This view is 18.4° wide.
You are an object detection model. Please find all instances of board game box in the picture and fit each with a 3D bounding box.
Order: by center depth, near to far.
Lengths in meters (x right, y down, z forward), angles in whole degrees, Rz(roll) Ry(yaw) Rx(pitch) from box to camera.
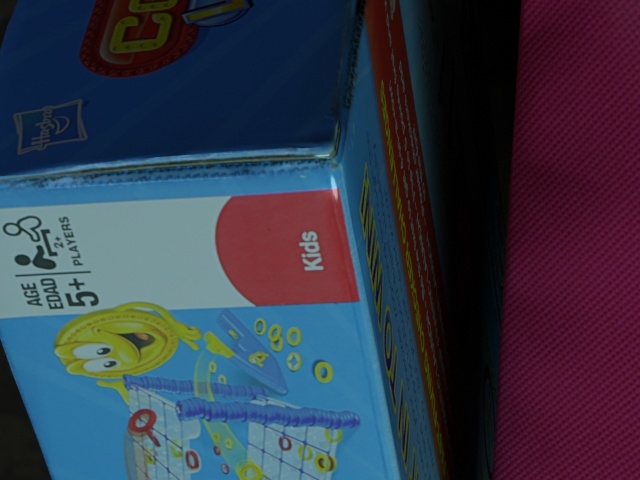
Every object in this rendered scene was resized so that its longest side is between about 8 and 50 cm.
[{"bbox_3d":[0.000,0.000,0.610,0.086,0.302,0.308,-3,130,10],"label":"board game box"}]

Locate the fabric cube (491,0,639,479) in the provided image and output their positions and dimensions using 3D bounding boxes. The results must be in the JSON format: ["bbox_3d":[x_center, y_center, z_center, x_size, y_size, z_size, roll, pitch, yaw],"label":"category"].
[{"bbox_3d":[0.216,0.032,0.511,0.259,0.254,0.258,16,109,41],"label":"fabric cube"}]
